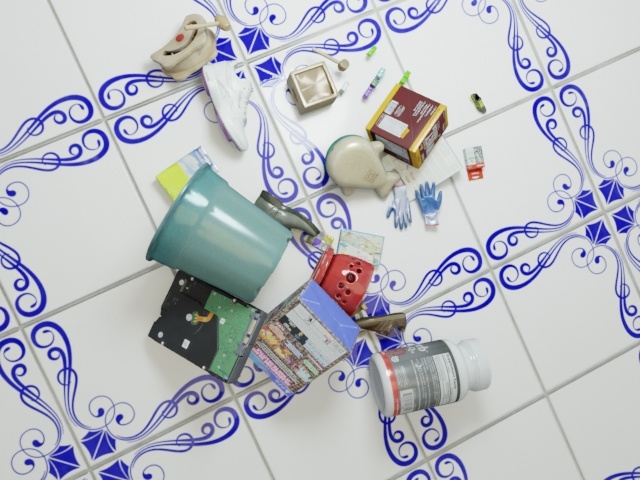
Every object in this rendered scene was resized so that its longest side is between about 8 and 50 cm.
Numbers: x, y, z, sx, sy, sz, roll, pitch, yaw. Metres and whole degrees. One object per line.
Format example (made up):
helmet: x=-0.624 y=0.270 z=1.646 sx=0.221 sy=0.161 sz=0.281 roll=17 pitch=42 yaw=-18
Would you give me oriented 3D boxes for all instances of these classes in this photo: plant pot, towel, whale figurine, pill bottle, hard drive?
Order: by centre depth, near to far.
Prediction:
plant pot: x=-0.285 y=-0.001 z=1.626 sx=0.334 sy=0.341 sz=0.341 roll=32 pitch=84 yaw=-5
hard drive: x=-0.352 y=0.261 z=1.672 sx=0.338 sy=0.064 sz=0.237 roll=21 pitch=85 yaw=27
plant pot: x=0.060 y=0.130 z=1.760 sx=0.174 sy=0.191 sz=0.191 roll=25 pitch=85 yaw=-4
pill bottle: x=0.358 y=0.443 z=1.788 sx=0.362 sy=0.210 sz=0.210 roll=-9 pitch=90 yaw=-10
whale figurine: x=0.137 y=-0.248 z=1.823 sx=0.272 sy=0.141 sz=0.216 roll=25 pitch=107 yaw=-29
towel: x=0.000 y=0.000 z=1.843 sx=0.083 sy=0.009 sz=0.060 roll=30 pitch=85 yaw=-7

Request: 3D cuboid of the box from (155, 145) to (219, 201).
box: x=-0.431 y=-0.214 z=1.765 sx=0.178 sy=0.042 sz=0.109 roll=-37 pitch=95 yaw=-8

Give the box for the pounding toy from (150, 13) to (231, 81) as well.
pounding toy: x=-0.422 y=-0.645 z=1.701 sx=0.269 sy=0.155 sz=0.154 roll=-34 pitch=60 yaw=3

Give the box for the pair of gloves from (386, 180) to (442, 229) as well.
pair of gloves: x=0.325 y=-0.121 z=1.872 sx=0.198 sy=0.023 sz=0.159 roll=-5 pitch=94 yaw=0

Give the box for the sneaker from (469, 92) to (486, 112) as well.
sneaker: x=0.564 y=-0.489 z=1.929 sx=0.031 sy=0.035 sz=0.083 roll=-42 pitch=95 yaw=-7

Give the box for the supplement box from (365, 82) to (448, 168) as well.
supplement box: x=0.290 y=-0.379 z=1.798 sx=0.194 sy=0.129 sz=0.191 roll=32 pitch=84 yaw=23

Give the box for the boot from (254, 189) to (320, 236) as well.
boot: x=-0.137 y=-0.042 z=1.796 sx=0.246 sy=0.083 sz=0.161 roll=33 pitch=92 yaw=1

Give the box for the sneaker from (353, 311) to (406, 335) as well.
sneaker: x=0.205 y=0.292 z=1.840 sx=0.188 sy=0.066 sz=0.071 roll=-7 pitch=91 yaw=-8

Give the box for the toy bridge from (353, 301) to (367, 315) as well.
toy bridge: x=0.080 y=0.273 z=1.822 sx=0.188 sy=0.063 sz=0.026 roll=-40 pitch=95 yaw=-6

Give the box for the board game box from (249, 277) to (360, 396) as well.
board game box: x=-0.064 y=0.305 z=1.692 sx=0.291 sy=0.141 sz=0.232 roll=-40 pitch=96 yaw=27

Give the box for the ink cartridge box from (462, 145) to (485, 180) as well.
ink cartridge box: x=0.549 y=-0.275 z=1.924 sx=0.062 sy=0.029 sz=0.115 roll=-10 pitch=90 yaw=-9

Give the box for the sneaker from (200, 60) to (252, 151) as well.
sneaker: x=-0.277 y=-0.443 z=1.757 sx=0.152 sy=0.114 sz=0.305 roll=-20 pitch=92 yaw=-8

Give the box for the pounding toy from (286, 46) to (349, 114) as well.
pounding toy: x=-0.004 y=-0.546 z=1.816 sx=0.206 sy=0.094 sz=0.181 roll=-23 pitch=90 yaw=-14

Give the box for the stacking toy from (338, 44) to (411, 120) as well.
stacking toy: x=0.186 y=-0.542 z=1.868 sx=0.167 sy=0.052 sz=0.221 roll=36 pitch=82 yaw=-8

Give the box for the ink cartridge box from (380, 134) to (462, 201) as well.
ink cartridge box: x=0.348 y=-0.269 z=1.894 sx=0.232 sy=0.066 sz=0.189 roll=-33 pitch=94 yaw=13

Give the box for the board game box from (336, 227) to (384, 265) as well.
board game box: x=0.136 y=0.023 z=1.855 sx=0.154 sy=0.026 sz=0.104 roll=11 pitch=87 yaw=-9
